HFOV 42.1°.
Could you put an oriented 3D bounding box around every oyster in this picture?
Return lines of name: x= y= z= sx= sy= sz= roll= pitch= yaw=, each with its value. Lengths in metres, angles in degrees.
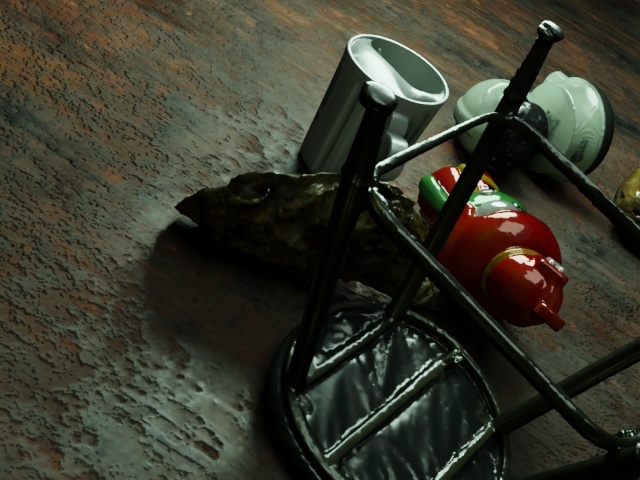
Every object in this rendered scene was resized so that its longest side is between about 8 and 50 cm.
oyster: x=0.021 y=-0.004 z=1.038 sx=0.396 sy=0.204 sz=0.110 roll=17 pitch=66 yaw=-15

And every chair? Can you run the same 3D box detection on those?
chair: x=0.165 y=0.078 z=0.829 sx=0.362 sy=0.410 sz=0.365 roll=46 pitch=41 yaw=12

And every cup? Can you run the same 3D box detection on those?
cup: x=0.066 y=-0.171 z=1.243 sx=0.167 sy=0.202 sz=0.221 roll=32 pitch=36 yaw=2

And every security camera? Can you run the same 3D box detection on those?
security camera: x=0.379 y=-0.213 z=1.537 sx=0.277 sy=0.197 sz=0.191 roll=3 pitch=35 yaw=-23

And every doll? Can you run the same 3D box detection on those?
doll: x=0.239 y=0.019 z=1.159 sx=0.183 sy=0.160 sz=0.363 roll=36 pitch=12 yaw=-28

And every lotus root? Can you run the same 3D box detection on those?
lotus root: x=0.665 y=-0.069 z=1.590 sx=0.193 sy=0.193 sz=0.291 roll=45 pitch=41 yaw=18

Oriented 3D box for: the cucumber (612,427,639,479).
cucumber: x=0.407 y=0.355 z=0.982 sx=0.068 sy=0.067 sz=0.293 roll=18 pitch=39 yaw=-17
